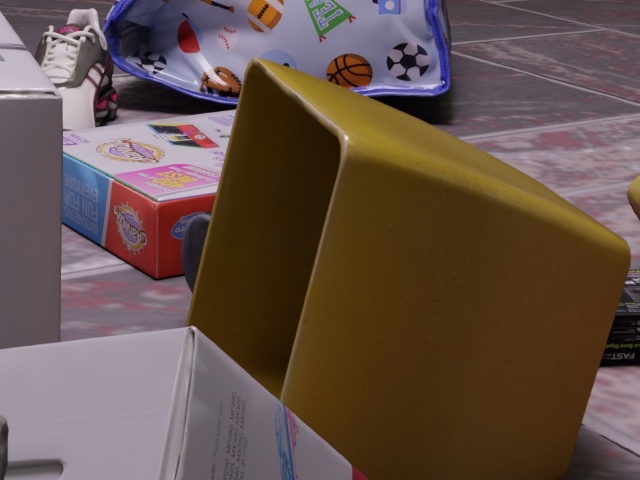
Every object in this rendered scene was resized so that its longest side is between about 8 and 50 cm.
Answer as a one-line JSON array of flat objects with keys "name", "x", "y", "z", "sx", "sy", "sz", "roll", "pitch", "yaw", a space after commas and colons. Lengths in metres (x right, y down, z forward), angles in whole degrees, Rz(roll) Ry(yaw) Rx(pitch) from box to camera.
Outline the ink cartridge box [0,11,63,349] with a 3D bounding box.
[{"name": "ink cartridge box", "x": -0.247, "y": -0.026, "z": 0.959, "sx": 0.122, "sy": 0.211, "sz": 0.289, "roll": -3, "pitch": 19, "yaw": -19}]

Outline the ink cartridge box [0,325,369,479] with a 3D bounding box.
[{"name": "ink cartridge box", "x": -0.064, "y": 0.106, "z": 0.581, "sx": 0.127, "sy": 0.175, "sz": 0.072, "roll": -8, "pitch": 58, "yaw": 24}]

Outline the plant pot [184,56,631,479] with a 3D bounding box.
[{"name": "plant pot", "x": 0.047, "y": 0.035, "z": 0.833, "sx": 0.187, "sy": 0.212, "sz": 0.212, "roll": 9, "pitch": 15, "yaw": -18}]

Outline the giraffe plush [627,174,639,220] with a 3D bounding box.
[{"name": "giraffe plush", "x": 0.364, "y": -0.024, "z": 1.120, "sx": 0.181, "sy": 0.210, "sz": 0.170, "roll": -5, "pitch": 48, "yaw": -30}]

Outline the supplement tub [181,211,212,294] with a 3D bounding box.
[{"name": "supplement tub", "x": 0.000, "y": 0.000, "z": 1.069, "sx": 0.198, "sy": 0.106, "sz": 0.106, "roll": -13, "pitch": 23, "yaw": -36}]

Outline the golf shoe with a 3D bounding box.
[{"name": "golf shoe", "x": -0.272, "y": -0.159, "z": 1.518, "sx": 0.105, "sy": 0.120, "sz": 0.273, "roll": 3, "pitch": 19, "yaw": -1}]

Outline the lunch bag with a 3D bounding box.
[{"name": "lunch bag", "x": -0.046, "y": -0.285, "z": 1.754, "sx": 0.385, "sy": 0.239, "sz": 0.328, "roll": -7, "pitch": 15, "yaw": 8}]

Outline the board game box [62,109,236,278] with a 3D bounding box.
[{"name": "board game box", "x": -0.062, "y": -0.055, "z": 1.298, "sx": 0.316, "sy": 0.064, "sz": 0.242, "roll": -10, "pitch": 21, "yaw": -32}]

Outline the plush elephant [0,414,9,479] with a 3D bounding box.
[{"name": "plush elephant", "x": -0.176, "y": 0.134, "z": 0.388, "sx": 0.330, "sy": 0.255, "sz": 0.272, "roll": -3, "pitch": 18, "yaw": -13}]

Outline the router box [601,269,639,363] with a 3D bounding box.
[{"name": "router box", "x": 0.207, "y": 0.052, "z": 1.032, "sx": 0.122, "sy": 0.038, "sz": 0.092, "roll": 0, "pitch": 19, "yaw": -7}]
